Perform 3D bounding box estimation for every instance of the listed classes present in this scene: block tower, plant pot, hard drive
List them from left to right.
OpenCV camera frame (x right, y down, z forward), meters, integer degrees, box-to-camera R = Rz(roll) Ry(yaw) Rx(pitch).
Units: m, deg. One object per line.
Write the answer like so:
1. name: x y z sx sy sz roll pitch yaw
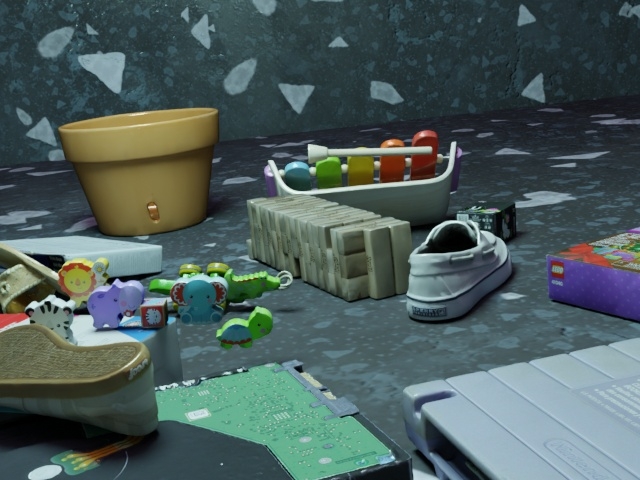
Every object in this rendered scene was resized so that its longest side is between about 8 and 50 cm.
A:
1. hard drive: -0.134 0.174 0.650 0.338 0.064 0.237 -11 14 -20
2. plant pot: -0.321 -0.128 1.740 0.290 0.204 0.291 -6 13 1
3. block tower: 0.000 0.000 1.285 0.091 0.097 0.335 -11 13 -26

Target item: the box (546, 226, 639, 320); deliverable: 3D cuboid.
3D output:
1. box: 0.418 0.040 0.998 0.200 0.057 0.293 -13 15 -31

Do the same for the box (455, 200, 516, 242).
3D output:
1. box: 0.243 -0.025 1.374 0.062 0.052 0.083 5 16 34

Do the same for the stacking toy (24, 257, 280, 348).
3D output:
1. stacking toy: -0.148 0.053 0.869 0.221 0.052 0.167 -2 13 -1

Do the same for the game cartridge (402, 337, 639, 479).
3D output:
1. game cartridge: 0.222 0.153 0.600 0.230 0.068 0.355 -5 12 -15

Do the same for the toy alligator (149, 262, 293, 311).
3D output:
1. toy alligator: -0.119 0.063 1.167 0.189 0.056 0.051 -3 -27 14

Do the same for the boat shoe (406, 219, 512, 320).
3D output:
1. boat shoe: 0.167 0.017 1.144 0.096 0.088 0.267 1 15 29

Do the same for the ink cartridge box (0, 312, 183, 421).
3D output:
1. ink cartridge box: -0.264 0.125 0.887 0.231 0.078 0.134 -1 13 21

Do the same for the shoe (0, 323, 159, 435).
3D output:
1. shoe: -0.204 0.110 0.718 0.219 0.058 0.076 0 33 41

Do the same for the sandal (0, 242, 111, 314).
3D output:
1. sandal: -0.380 0.066 1.217 0.240 0.079 0.088 16 -24 20

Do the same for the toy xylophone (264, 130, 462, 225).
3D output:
1. toy xylophone: 0.074 -0.096 1.477 0.322 0.236 0.081 -1 57 -7

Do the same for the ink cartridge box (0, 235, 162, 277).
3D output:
1. ink cartridge box: -0.385 0.026 1.370 0.223 0.045 0.224 5 5 41
